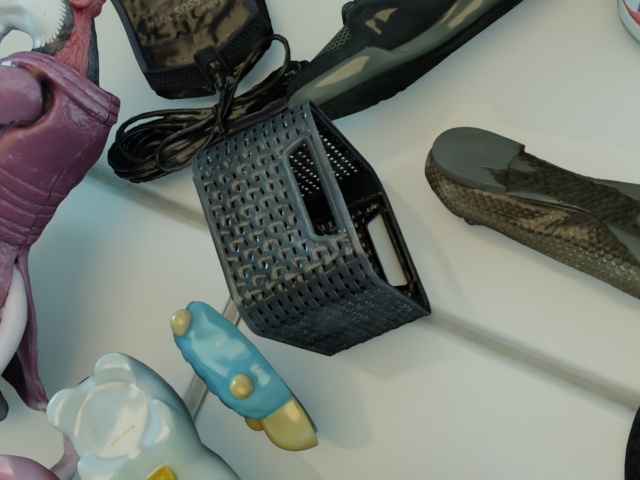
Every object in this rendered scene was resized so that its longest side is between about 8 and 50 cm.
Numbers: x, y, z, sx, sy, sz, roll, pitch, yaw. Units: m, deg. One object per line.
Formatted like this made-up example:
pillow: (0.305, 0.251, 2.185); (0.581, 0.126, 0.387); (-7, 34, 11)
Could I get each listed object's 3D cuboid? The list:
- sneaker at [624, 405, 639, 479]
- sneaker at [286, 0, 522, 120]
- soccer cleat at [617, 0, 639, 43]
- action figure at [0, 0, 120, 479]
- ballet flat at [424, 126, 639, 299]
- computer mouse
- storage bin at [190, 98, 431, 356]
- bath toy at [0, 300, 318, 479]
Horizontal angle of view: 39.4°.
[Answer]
sneaker: (0.251, 0.197, 0.535); (0.097, 0.084, 0.235); (-3, 77, -7)
sneaker: (0.051, -0.187, 0.660); (0.227, 0.087, 0.130); (-38, 82, 4)
soccer cleat: (0.335, -0.244, 0.570); (0.318, 0.116, 0.109); (-35, 70, 9)
action figure: (-0.243, -0.032, 0.637); (0.275, 0.248, 0.370); (38, 98, 21)
ballet flat: (0.184, -0.005, 0.605); (0.249, 0.058, 0.084); (24, 51, 16)
computer mouse: (-0.116, -0.193, 0.741); (0.188, 0.072, 0.272); (-20, 85, 11)
storage bin: (0.000, 0.000, 0.593); (0.084, 0.180, 0.122); (-24, 72, 11)
bath toy: (-0.167, 0.195, 0.600); (0.348, 0.129, 0.151); (-36, 69, -6)
